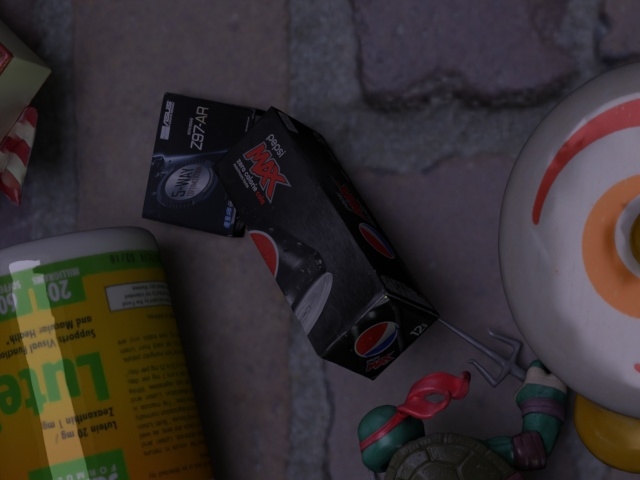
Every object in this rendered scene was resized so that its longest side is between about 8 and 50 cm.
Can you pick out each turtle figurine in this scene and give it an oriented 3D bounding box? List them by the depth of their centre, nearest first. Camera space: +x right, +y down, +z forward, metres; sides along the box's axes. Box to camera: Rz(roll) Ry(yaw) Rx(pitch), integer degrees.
[{"bbox_3d":[0.088,0.162,1.050,0.175,0.118,0.234,-44,79,16],"label":"turtle figurine"}]

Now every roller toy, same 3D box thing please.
[{"bbox_3d":[0.196,0.002,0.984,0.209,0.146,0.191,-38,75,19],"label":"roller toy"}]

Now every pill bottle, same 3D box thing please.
[{"bbox_3d":[-0.140,0.125,1.132,0.136,0.136,0.245,-17,82,22],"label":"pill bottle"}]

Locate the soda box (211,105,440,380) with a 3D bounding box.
[{"bbox_3d":[0.000,0.000,1.086,0.060,0.053,0.169,-45,49,16],"label":"soda box"}]

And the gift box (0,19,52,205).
[{"bbox_3d":[-0.342,-0.081,1.155,0.255,0.258,0.276,-49,64,15],"label":"gift box"}]

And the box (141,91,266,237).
[{"bbox_3d":[-0.074,-0.048,1.171,0.067,0.018,0.083,13,94,23],"label":"box"}]
